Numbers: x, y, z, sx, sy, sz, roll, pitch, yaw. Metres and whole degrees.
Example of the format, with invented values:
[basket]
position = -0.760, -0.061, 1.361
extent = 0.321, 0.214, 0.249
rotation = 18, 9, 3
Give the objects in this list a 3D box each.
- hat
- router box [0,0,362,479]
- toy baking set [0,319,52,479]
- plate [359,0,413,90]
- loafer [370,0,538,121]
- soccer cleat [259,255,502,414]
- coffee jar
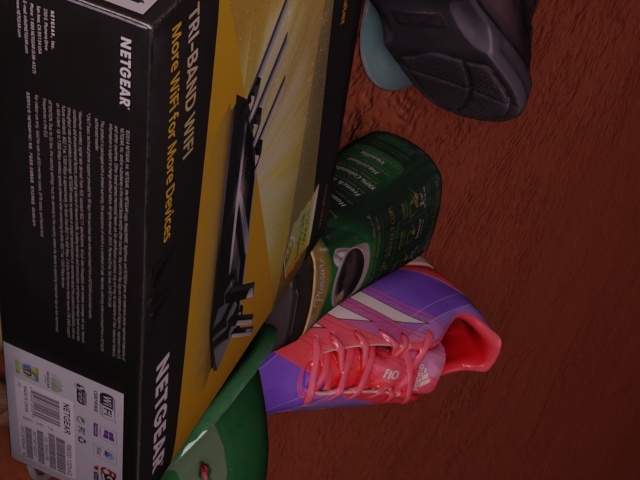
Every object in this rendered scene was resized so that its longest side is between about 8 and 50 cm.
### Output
[hat]
position = -0.049, 0.181, 0.859
extent = 0.208, 0.183, 0.173
rotation = -36, -169, 29
[router box]
position = -0.062, -0.054, 0.690
extent = 0.309, 0.081, 0.243
rotation = 99, 18, -45
[toy baking set]
position = -0.191, 0.101, 0.795
extent = 0.256, 0.030, 0.196
rotation = -34, 153, -32
[plate]
position = 0.095, -0.182, 0.961
extent = 0.188, 0.024, 0.188
rotation = -41, 151, -29
[loafer]
position = 0.068, -0.182, 0.826
extent = 0.095, 0.109, 0.302
rotation = -68, 152, -18
[soccer cleat]
position = 0.027, 0.081, 1.052
extent = 0.318, 0.116, 0.108
rotation = -14, 133, -56
[coffee jar]
position = 0.000, 0.000, 0.947
extent = 0.184, 0.079, 0.096
rotation = -32, 143, -43
